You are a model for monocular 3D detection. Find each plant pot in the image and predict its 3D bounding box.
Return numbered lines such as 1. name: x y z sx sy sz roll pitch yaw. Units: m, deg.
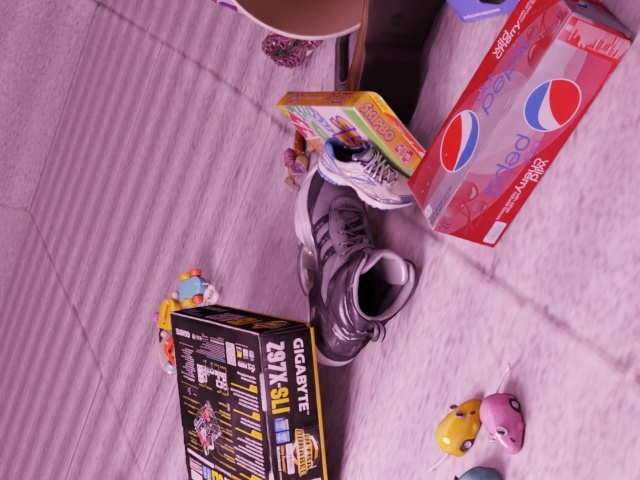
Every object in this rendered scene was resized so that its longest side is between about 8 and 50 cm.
1. plant pot: 0.003 -0.460 1.529 0.256 0.257 0.274 -51 15 39

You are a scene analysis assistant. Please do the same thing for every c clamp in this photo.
1. c clamp: 0.051 -0.286 1.550 0.137 0.022 0.160 -34 46 53

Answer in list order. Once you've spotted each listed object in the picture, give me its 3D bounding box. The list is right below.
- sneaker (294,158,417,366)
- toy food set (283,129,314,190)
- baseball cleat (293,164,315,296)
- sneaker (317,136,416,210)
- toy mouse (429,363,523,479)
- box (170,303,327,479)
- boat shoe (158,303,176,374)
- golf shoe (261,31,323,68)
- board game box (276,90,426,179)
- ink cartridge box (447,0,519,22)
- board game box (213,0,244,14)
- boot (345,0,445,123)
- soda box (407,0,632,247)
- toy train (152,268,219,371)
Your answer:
1. sneaker: 0.046 0.009 1.313 0.153 0.101 0.268 -28 58 56
2. toy food set: -0.030 -0.139 1.633 0.078 0.019 0.122 37 109 63
3. baseball cleat: 0.000 0.000 1.460 0.109 0.072 0.205 123 157 -61
4. sneaker: 0.056 -0.082 1.296 0.052 0.135 0.058 -53 -22 -38
5. toy mouse: 0.155 0.202 1.054 0.161 0.031 0.143 -65 27 19
6. box: -0.098 0.222 1.408 0.322 0.079 0.257 1 99 64
7. boat shoe: -0.253 0.170 1.884 0.042 0.049 0.133 95 170 -63
8. golf shoe: -0.026 -0.323 1.695 0.086 0.067 0.186 -55 17 -24
9. board game box: 0.041 -0.133 1.371 0.039 0.124 0.259 -49 23 -14
10. ink cartridge box: 0.139 -0.388 1.195 0.065 0.311 0.186 -41 18 -20
11. board game box: -0.126 -0.465 1.868 0.142 0.144 0.275 -69 26 13
12. boot: 0.090 -0.298 1.392 0.115 0.112 0.305 -143 68 -70
13. soda box: 0.194 -0.125 1.102 0.263 0.083 0.092 -59 30 27
14. toy train: -0.218 0.132 1.834 0.125 0.046 0.166 43 108 38
